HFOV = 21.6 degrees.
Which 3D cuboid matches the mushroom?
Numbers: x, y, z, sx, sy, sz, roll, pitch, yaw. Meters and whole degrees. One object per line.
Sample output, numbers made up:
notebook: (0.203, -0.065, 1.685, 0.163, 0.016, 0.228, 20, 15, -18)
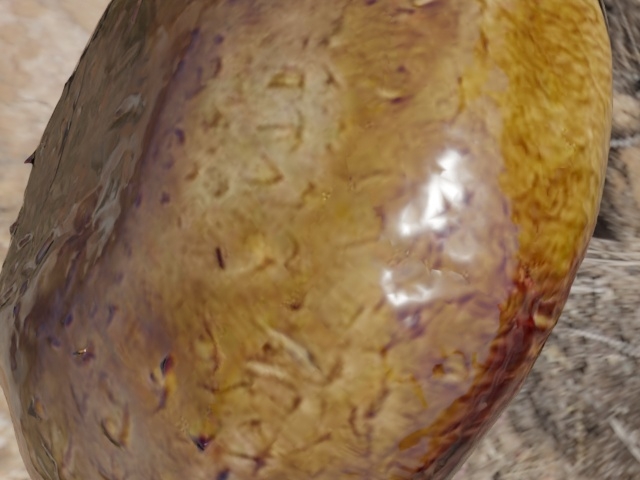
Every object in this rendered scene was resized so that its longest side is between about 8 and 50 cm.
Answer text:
mushroom: (-0.021, -0.007, 0.748, 0.239, 0.345, 0.345, 4, 90, -12)
